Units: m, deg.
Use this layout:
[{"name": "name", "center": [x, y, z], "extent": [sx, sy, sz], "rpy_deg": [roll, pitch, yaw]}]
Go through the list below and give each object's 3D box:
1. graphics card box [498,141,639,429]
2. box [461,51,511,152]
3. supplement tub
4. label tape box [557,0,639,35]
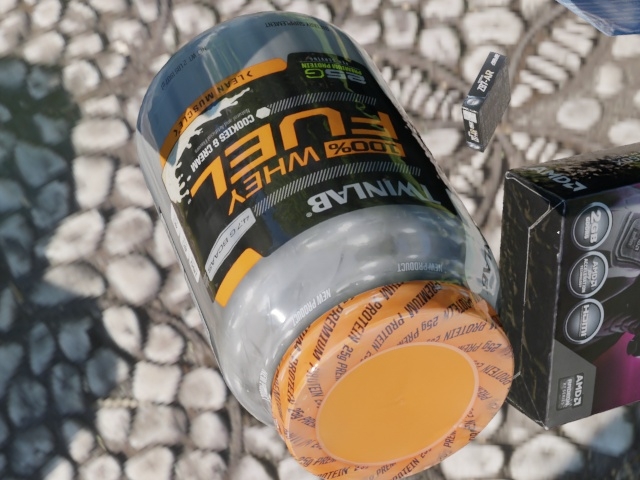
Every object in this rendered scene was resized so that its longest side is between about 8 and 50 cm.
[{"name": "graphics card box", "center": [0.337, 0.019, 1.446], "extent": [0.371, 0.232, 0.094], "rpy_deg": [-11, 27, -27]}, {"name": "box", "center": [0.160, -0.132, 1.470], "extent": [0.018, 0.083, 0.067], "rpy_deg": [22, 72, 19]}, {"name": "supplement tub", "center": [0.000, 0.000, 1.044], "extent": [0.194, 0.193, 0.316], "rpy_deg": [-23, 45, -5]}, {"name": "label tape box", "center": [0.233, -0.313, 1.370], "extent": [0.348, 0.249, 0.115], "rpy_deg": [30, 81, -26]}]
